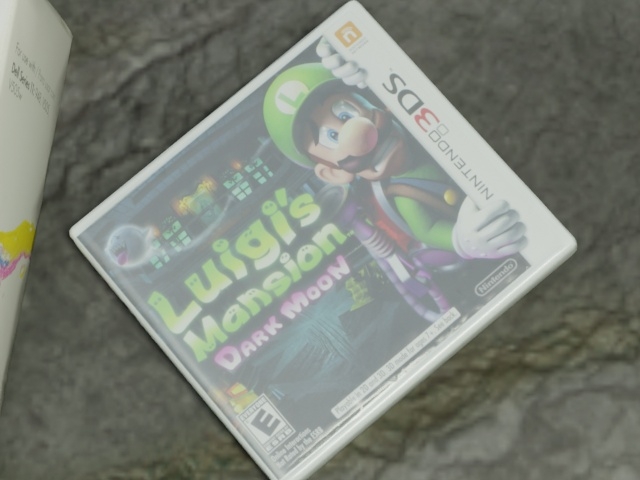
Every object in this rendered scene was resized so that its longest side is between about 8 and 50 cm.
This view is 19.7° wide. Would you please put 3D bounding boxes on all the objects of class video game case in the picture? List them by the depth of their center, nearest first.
[{"bbox_3d":[0.000,0.000,0.916,0.190,0.022,0.173,-40,76,-5],"label":"video game case"}]

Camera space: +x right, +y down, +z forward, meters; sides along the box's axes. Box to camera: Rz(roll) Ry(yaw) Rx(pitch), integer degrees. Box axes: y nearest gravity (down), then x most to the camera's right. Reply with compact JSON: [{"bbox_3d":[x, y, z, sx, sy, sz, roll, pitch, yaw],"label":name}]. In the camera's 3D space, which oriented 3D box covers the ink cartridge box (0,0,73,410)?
[{"bbox_3d":[-0.245,-0.034,0.897,0.207,0.119,0.353,8,78,8],"label":"ink cartridge box"}]
